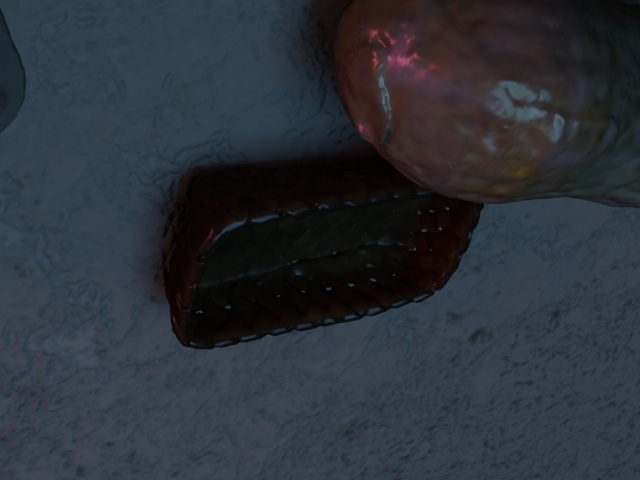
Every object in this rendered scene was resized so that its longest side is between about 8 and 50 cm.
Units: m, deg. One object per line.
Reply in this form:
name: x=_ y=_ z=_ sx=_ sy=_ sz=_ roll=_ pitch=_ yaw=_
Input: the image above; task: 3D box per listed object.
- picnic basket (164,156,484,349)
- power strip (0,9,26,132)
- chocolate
picnic basket: x=0.000 y=0.000 z=0.612 sx=0.193 sy=0.055 sz=0.110 roll=-10 pitch=137 yaw=-31
power strip: x=-0.228 y=-0.092 z=0.305 sx=0.230 sy=0.141 sz=0.261 roll=-27 pitch=140 yaw=-16
chocolate: x=0.141 y=-0.081 z=0.591 sx=0.309 sy=0.134 sz=0.134 roll=4 pitch=122 yaw=-38
